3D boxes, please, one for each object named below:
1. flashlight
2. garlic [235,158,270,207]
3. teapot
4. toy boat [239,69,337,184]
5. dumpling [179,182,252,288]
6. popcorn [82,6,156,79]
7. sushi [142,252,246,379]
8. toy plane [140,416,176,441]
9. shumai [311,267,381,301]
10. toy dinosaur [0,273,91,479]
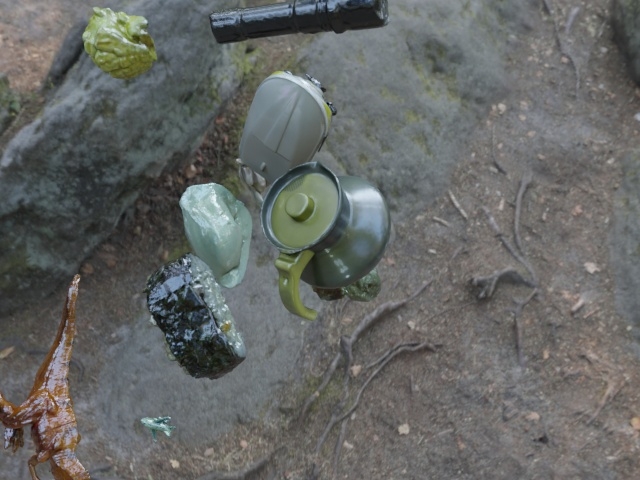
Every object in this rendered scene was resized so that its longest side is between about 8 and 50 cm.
[{"bbox_3d":[-0.056,-0.512,1.214,0.425,0.103,0.103,1,50,19],"label":"flashlight"},{"bbox_3d":[-0.214,-0.210,1.880,0.127,0.131,0.194,-24,103,-32],"label":"garlic"},{"bbox_3d":[0.000,0.000,0.567,0.131,0.119,0.165,14,79,36],"label":"teapot"},{"bbox_3d":[-0.051,-0.193,0.898,0.141,0.269,0.140,11,59,-19],"label":"toy boat"},{"bbox_3d":[-0.365,-0.027,1.836,0.212,0.320,0.269,6,40,4],"label":"dumpling"},{"bbox_3d":[-0.481,-0.469,1.268,0.174,0.142,0.173,7,78,-34],"label":"popcorn"},{"bbox_3d":[-0.340,0.210,1.447,0.171,0.211,0.349,-28,84,5],"label":"sushi"},{"bbox_3d":[-0.383,0.436,1.258,0.083,0.080,0.033,29,21,-11],"label":"toy plane"},{"bbox_3d":[0.083,0.159,1.939,0.225,0.260,0.222,10,55,46],"label":"shumai"},{"bbox_3d":[-0.513,0.291,0.964,0.208,0.097,0.431,-15,81,10],"label":"toy dinosaur"}]
